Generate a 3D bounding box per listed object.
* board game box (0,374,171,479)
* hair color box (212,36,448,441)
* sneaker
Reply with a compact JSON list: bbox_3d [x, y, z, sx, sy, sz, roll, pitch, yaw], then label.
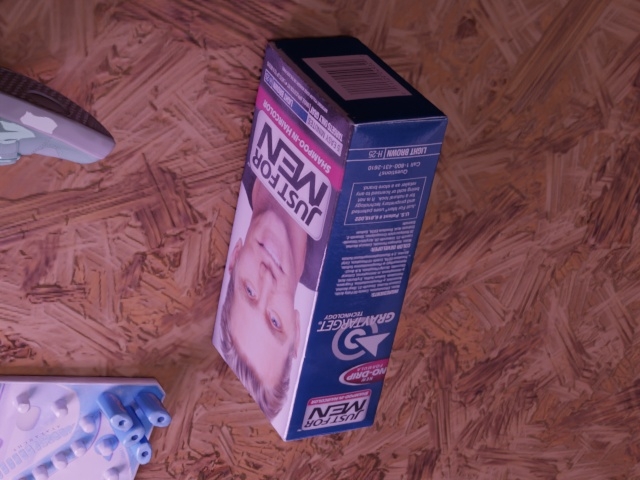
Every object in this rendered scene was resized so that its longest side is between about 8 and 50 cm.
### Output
[{"bbox_3d":[-0.373,0.307,1.527,0.390,0.050,0.390,5,119,-36],"label":"board game box"},{"bbox_3d":[0.000,0.000,1.464,0.105,0.174,0.347,-7,124,-29],"label":"hair color box"},{"bbox_3d":[-0.306,-0.069,1.268,0.256,0.094,0.151,14,107,-28],"label":"sneaker"}]
